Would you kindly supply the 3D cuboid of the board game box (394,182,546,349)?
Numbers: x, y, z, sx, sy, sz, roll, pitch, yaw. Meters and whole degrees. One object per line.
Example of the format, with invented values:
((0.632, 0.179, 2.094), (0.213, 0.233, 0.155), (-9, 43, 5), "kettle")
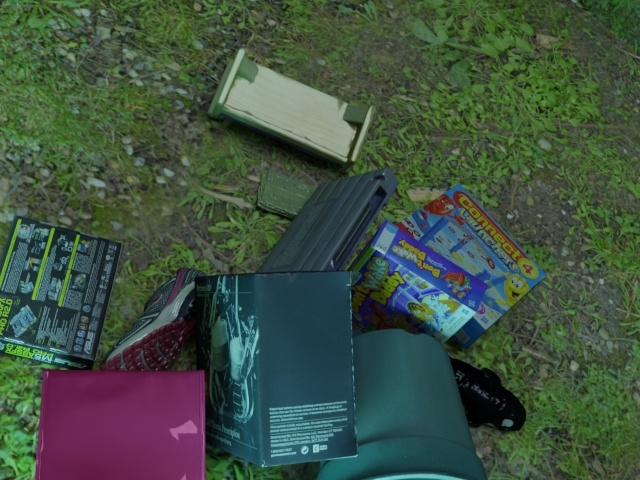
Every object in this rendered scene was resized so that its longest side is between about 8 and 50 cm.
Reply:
((0.322, 0.050, 2.215), (0.308, 0.086, 0.302), (48, 44, 10), "board game box")

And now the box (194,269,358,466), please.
((-0.090, 0.211, 1.715), (0.179, 0.343, 0.313), (0, 87, -25), "box")

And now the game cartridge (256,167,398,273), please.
((0.000, 0.000, 2.025), (0.068, 0.230, 0.355), (47, 55, -21), "game cartridge")

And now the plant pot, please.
((0.137, 0.369, 1.812), (0.341, 0.341, 0.334), (11, 47, -18), "plant pot")

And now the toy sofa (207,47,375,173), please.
((-0.070, -0.292, 2.269), (0.362, 0.177, 0.150), (22, 77, -10), "toy sofa")

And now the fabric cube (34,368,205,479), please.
((-0.326, 0.376, 1.595), (0.258, 0.259, 0.254), (1, 58, -11), "fabric cube")

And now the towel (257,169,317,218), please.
((-0.071, -0.096, 2.194), (0.148, 0.027, 0.110), (17, 53, -13), "towel")

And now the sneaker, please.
((-0.311, 0.166, 1.868), (0.112, 0.121, 0.299), (23, 46, 29), "sneaker")

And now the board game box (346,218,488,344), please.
((0.143, 0.134, 1.936), (0.233, 0.347, 0.078), (32, 52, -1), "board game box")

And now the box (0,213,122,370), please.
((-0.509, 0.099, 1.840), (0.216, 0.060, 0.270), (15, 53, -15), "box")

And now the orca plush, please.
((0.337, 0.292, 2.078), (0.151, 0.102, 0.287), (-32, 75, -37), "orca plush")
